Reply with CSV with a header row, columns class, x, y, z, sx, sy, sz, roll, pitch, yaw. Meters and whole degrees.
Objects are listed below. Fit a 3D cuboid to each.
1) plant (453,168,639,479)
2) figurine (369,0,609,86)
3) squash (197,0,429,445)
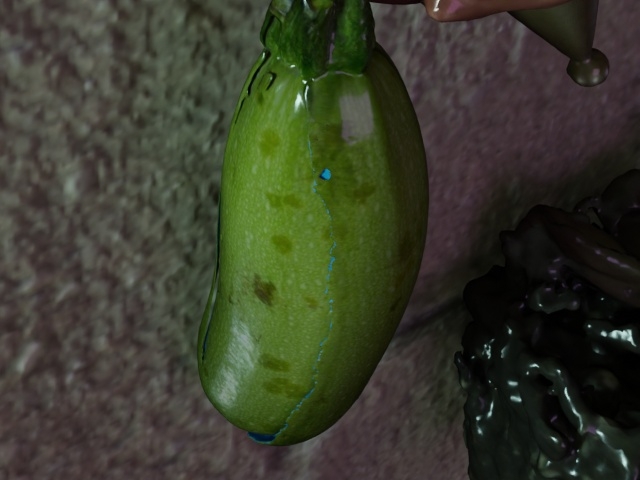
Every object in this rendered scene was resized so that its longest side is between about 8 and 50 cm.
class,x,y,z,sx,sy,sz,roll,pitch,yaw
plant,0.177,0.071,0.981,0.204,0.178,0.234,-21,143,-31
figurine,0.048,-0.175,0.617,0.207,0.166,0.387,-22,137,-4
squash,0.000,0.000,0.749,0.094,0.094,0.341,-29,155,-25
